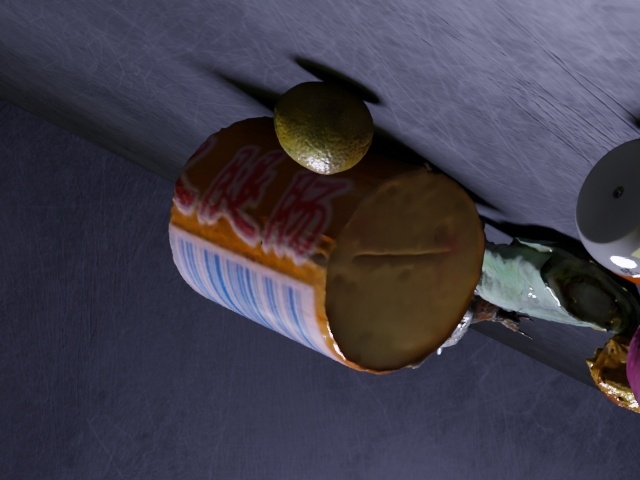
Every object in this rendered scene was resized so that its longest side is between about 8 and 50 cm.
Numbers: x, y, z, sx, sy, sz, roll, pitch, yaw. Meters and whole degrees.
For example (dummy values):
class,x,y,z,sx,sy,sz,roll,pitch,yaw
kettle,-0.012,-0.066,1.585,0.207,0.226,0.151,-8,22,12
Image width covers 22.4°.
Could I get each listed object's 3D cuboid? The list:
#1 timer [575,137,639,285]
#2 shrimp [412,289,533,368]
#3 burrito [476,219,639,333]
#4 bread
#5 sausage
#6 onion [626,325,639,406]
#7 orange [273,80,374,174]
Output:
class,x,y,z,sx,sy,sz,roll,pitch,yaw
timer,0.242,-0.010,1.064,0.136,0.099,0.136,21,-172,-3
shrimp,0.113,0.033,2.067,0.410,0.166,0.221,45,-160,-32
burrito,0.241,0.044,1.782,0.144,0.089,0.229,33,171,-21
bread,0.374,0.138,1.814,0.139,0.077,0.271,21,-171,13
sausage,0.000,0.000,1.767,0.233,0.233,0.287,31,174,-42
onion,0.383,0.114,1.399,0.230,0.163,0.230,10,-144,-7
orange,0.001,-0.104,1.468,0.095,0.085,0.085,24,175,14
